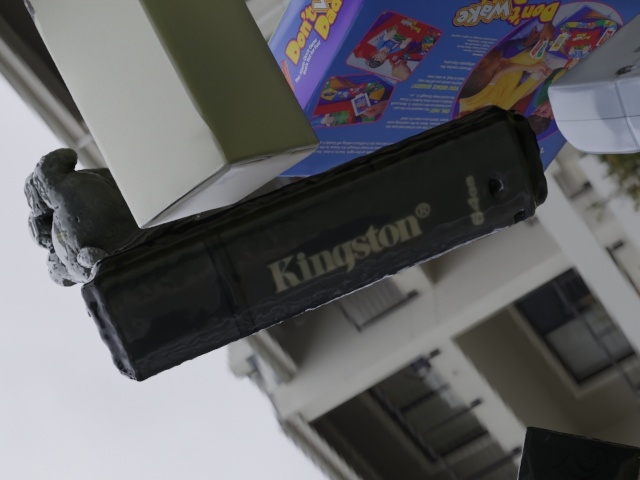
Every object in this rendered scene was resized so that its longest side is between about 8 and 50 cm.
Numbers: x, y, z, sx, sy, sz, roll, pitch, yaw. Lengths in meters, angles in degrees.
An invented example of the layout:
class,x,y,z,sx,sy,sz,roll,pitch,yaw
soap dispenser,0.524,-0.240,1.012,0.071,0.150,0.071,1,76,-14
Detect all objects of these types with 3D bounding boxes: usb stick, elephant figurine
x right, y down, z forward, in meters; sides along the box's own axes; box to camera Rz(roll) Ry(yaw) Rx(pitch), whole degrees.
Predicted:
class,x,y,z,sx,sy,sz,roll,pitch,yaw
usb stick,0.000,0.000,0.677,0.045,0.278,0.077,-136,25,-71
elephant figurine,-0.191,-0.044,1.287,0.239,0.169,0.186,-15,-110,-30

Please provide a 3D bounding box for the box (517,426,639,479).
class,x,y,z,sx,sy,sz,roll,pitch,yaw
box,0.113,0.129,0.511,0.062,0.052,0.083,32,-112,-65

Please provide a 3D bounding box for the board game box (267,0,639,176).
class,x,y,z,sx,sy,sz,roll,pitch,yaw
board game box,0.122,-0.165,1.027,0.347,0.233,0.078,-2,-132,-38

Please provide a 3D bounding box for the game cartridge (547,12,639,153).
class,x,y,z,sx,sy,sz,roll,pitch,yaw
game cartridge,0.289,-0.120,0.669,0.196,0.294,0.060,-33,-73,-41

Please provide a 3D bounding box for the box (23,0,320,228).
class,x,y,z,sx,sy,sz,roll,pitch,yaw
box,-0.119,-0.154,0.768,0.113,0.094,0.275,-18,-101,-56
